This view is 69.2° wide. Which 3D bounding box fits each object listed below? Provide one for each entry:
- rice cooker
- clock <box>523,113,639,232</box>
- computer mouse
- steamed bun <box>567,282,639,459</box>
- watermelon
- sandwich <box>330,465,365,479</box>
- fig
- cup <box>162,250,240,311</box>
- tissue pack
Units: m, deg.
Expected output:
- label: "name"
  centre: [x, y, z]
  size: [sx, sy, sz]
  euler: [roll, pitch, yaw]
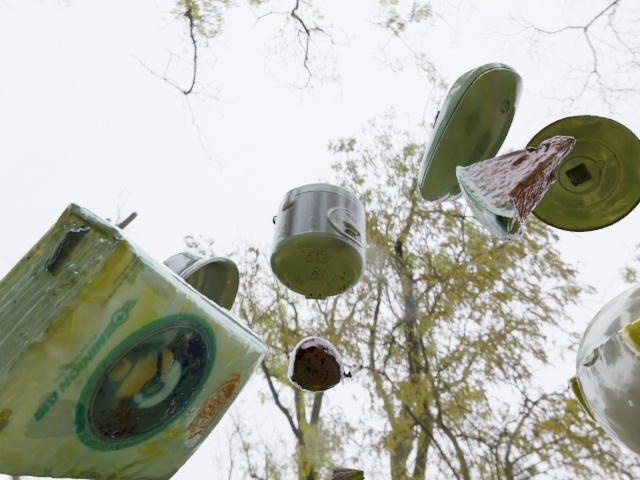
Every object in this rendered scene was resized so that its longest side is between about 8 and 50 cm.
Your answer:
- label: "rice cooker"
  centre: [0.001, -0.003, 1.345]
  size: [0.288, 0.277, 0.288]
  euler: [3, -43, 3]
- label: "clock"
  centre: [0.515, -0.131, 0.925]
  size: [0.234, 0.029, 0.235]
  euler: [9, -73, 30]
- label: "computer mouse"
  centre: [0.295, -0.192, 0.893]
  size: [0.159, 0.097, 0.289]
  euler: [-5, -57, -31]
- label: "steamed bun"
  centre: [0.595, 0.210, 0.732]
  size: [0.333, 0.334, 0.374]
  euler: [-3, -41, -2]
- label: "watermelon"
  centre: [0.261, -0.076, 0.644]
  size: [0.158, 0.121, 0.098]
  euler: [-51, -47, -10]
- label: "sandwich"
  centre: [0.098, 0.872, 1.674]
  size: [0.116, 0.074, 0.074]
  euler: [0, -52, 17]
- label: "fig"
  centre: [0.015, 0.435, 1.565]
  size: [0.249, 0.186, 0.204]
  euler: [27, -28, 3]
- label: "cup"
  centre: [-0.424, 0.171, 1.429]
  size: [0.163, 0.347, 0.347]
  euler: [29, -62, 22]
- label: "tissue pack"
  centre: [-0.268, 0.172, 0.637]
  size: [0.287, 0.162, 0.388]
  euler: [-51, -32, -12]
